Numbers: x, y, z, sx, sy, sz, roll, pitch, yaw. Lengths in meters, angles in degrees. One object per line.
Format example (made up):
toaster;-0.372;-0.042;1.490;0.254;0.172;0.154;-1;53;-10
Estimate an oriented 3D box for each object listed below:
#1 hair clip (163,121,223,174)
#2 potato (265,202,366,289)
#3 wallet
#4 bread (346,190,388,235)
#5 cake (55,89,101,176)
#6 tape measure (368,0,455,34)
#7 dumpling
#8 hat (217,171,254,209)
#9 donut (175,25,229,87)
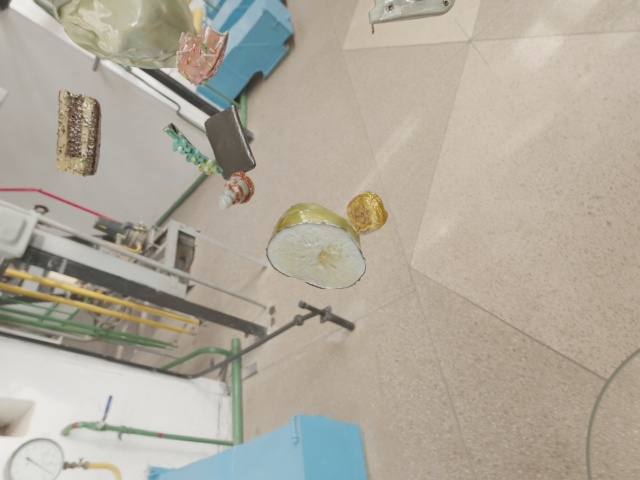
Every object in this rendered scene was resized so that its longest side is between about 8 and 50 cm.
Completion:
hair clip;-0.307;-0.208;1.002;0.049;0.173;0.049;-26;41;25
potato;0.000;0.000;1.283;0.196;0.299;0.246;-78;10;-55
wallet;-0.380;-0.406;1.750;0.165;0.042;0.310;-27;73;14
bread;0.093;-0.056;0.856;0.083;0.044;0.110;65;157;3
cake;-0.700;-0.293;1.206;0.246;0.112;0.135;-44;45;51
tape measure;0.268;-0.775;1.243;0.258;0.265;0.130;-4;30;7
dumpling;-0.486;-0.561;1.059;0.315;0.395;0.233;-13;77;20
hat;-0.293;-0.154;1.384;0.093;0.112;0.162;14;32;22
donut;-0.261;-0.388;0.890;0.166;0.065;0.117;11;86;52
